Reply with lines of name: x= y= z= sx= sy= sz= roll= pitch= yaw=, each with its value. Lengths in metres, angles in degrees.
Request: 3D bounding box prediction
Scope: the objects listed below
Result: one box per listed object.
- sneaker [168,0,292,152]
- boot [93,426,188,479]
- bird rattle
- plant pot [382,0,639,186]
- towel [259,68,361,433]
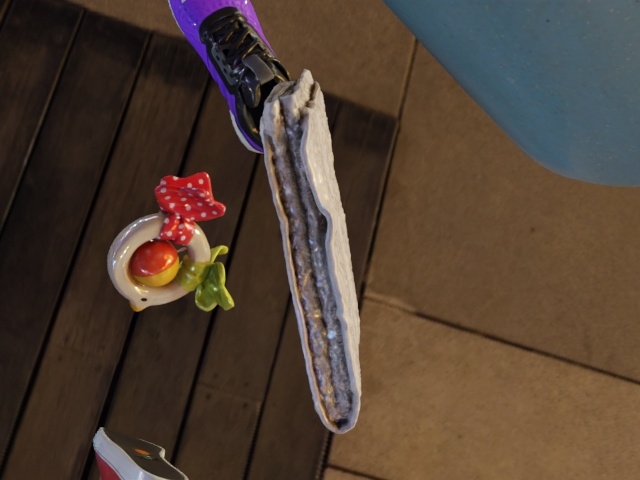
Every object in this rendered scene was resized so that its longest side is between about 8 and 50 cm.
sneaker: x=-0.099 y=-0.241 z=1.136 sx=0.102 sy=0.146 sz=0.293 roll=-32 pitch=113 yaw=-8
boot: x=-0.245 y=0.332 z=1.034 sx=0.088 sy=0.244 sz=0.176 roll=21 pitch=86 yaw=-24
bird rattle: x=-0.235 y=0.020 z=1.368 sx=0.207 sy=0.253 sz=0.143 roll=-25 pitch=49 yaw=-13
plant pot: x=0.131 y=-0.223 z=0.427 sx=0.334 sy=0.341 sz=0.341 roll=43 pitch=59 yaw=-36
towel: x=0.000 y=0.000 z=0.752 sx=0.049 sy=0.187 sz=0.282 roll=-8 pitch=108 yaw=6
